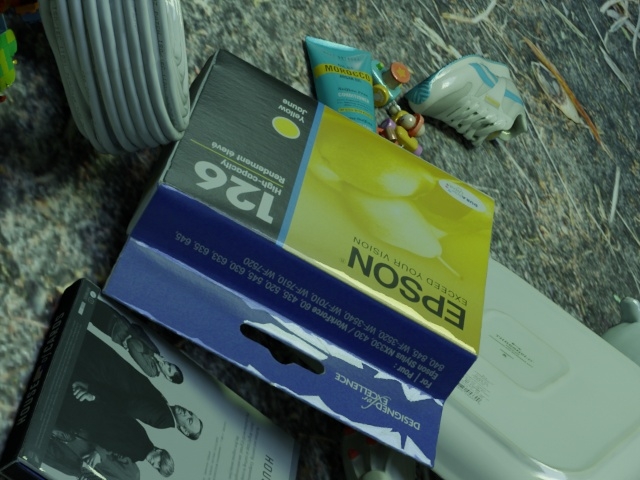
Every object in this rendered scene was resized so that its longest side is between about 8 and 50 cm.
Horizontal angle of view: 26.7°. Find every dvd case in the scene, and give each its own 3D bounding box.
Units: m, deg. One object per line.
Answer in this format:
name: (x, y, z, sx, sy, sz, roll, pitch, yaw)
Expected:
dvd case: (-0.114, 0.159, 0.996, 0.238, 0.029, 0.179, 41, 34, -25)

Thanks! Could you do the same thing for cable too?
cable: (-0.158, -0.197, 1.043, 0.257, 0.089, 0.257, -99, -179, -58)

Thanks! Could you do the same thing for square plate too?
square plate: (0.172, 0.121, 1.254, 0.347, 0.049, 0.344, 38, 30, 21)

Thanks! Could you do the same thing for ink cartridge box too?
ink cartridge box: (0.000, 0.000, 1.139, 0.303, 0.072, 0.307, 29, 35, -12)

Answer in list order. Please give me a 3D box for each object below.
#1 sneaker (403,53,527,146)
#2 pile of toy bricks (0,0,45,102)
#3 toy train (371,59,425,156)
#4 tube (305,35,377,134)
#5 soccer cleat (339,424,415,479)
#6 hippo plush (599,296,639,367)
sneaker: (0.188, -0.169, 1.660, 0.228, 0.087, 0.092, -7, 70, -54)
pile of toy bricks: (-0.258, -0.158, 1.036, 0.212, 0.118, 0.105, -75, 155, -70)
toy train: (0.073, -0.153, 1.521, 0.125, 0.046, 0.166, 17, 50, -48)
tube: (0.028, -0.140, 1.447, 0.080, 0.052, 0.207, 15, 46, -24)
soccer cleat: (0.053, 0.213, 1.159, 0.196, 0.068, 0.076, -88, 167, -55)
hippo plush: (0.380, 0.210, 1.527, 0.294, 0.234, 0.236, 4, 24, -3)
